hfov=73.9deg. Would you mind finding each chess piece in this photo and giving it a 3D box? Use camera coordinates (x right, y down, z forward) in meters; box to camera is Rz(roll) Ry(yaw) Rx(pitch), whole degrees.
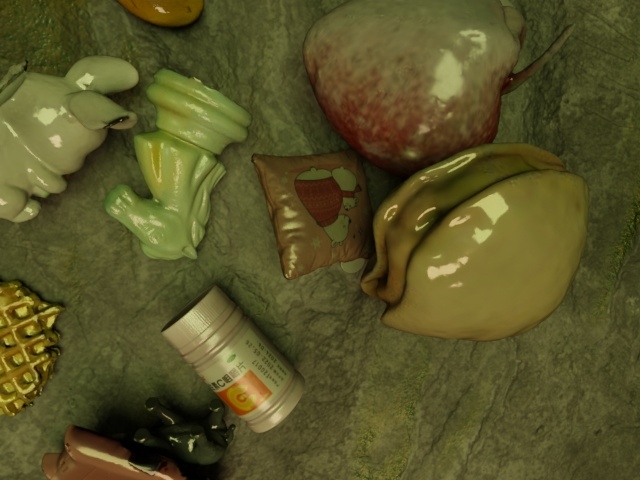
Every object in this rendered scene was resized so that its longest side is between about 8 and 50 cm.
[{"bbox_3d":[-0.242,-0.110,0.708,0.175,0.176,0.298,22,96,-11],"label":"chess piece"}]

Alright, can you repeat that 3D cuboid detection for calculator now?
[{"bbox_3d":[-0.307,0.425,0.739,0.329,0.048,0.220,32,125,-19],"label":"calculator"}]

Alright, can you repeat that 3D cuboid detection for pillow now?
[{"bbox_3d":[0.004,-0.059,0.756,0.236,0.084,0.223,-13,84,-36],"label":"pillow"}]

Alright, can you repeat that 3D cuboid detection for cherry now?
[{"bbox_3d":[0.161,-0.276,0.694,0.335,0.291,0.326,43,89,14],"label":"cherry"}]

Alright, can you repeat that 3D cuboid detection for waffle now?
[{"bbox_3d":[-0.583,0.179,0.731,0.254,0.052,0.245,23,90,-10],"label":"waffle"}]

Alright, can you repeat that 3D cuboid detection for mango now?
[{"bbox_3d":[-0.287,-0.428,0.709,0.178,0.090,0.115,43,80,-18],"label":"mango"}]

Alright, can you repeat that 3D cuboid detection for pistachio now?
[{"bbox_3d":[0.240,0.022,0.688,0.365,0.445,0.281,-29,59,9],"label":"pistachio"}]

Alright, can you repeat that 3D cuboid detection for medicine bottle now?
[{"bbox_3d":[-0.152,0.209,0.763,0.133,0.133,0.250,-39,100,-4],"label":"medicine bottle"}]

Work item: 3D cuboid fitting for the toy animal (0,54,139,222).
[{"bbox_3d":[-0.432,-0.161,0.656,0.325,0.209,0.154,-27,144,13],"label":"toy animal"}]

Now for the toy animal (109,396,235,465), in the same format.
[{"bbox_3d":[-0.281,0.347,0.754,0.269,0.082,0.137,-6,129,2],"label":"toy animal"}]

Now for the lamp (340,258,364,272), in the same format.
[{"bbox_3d":[0.000,0.000,0.826,0.198,0.056,0.050,33,88,-22],"label":"lamp"}]
